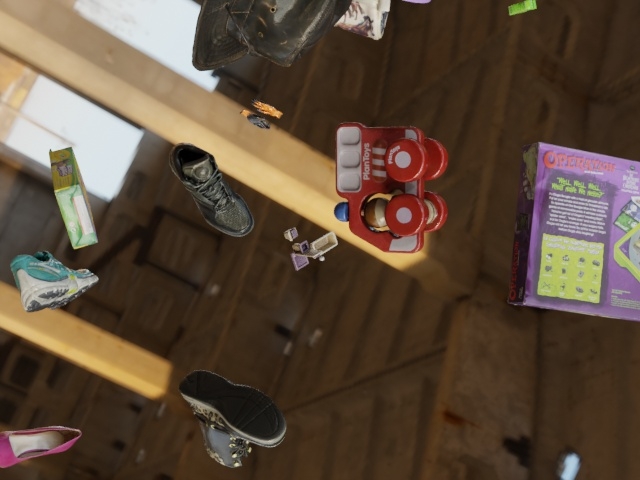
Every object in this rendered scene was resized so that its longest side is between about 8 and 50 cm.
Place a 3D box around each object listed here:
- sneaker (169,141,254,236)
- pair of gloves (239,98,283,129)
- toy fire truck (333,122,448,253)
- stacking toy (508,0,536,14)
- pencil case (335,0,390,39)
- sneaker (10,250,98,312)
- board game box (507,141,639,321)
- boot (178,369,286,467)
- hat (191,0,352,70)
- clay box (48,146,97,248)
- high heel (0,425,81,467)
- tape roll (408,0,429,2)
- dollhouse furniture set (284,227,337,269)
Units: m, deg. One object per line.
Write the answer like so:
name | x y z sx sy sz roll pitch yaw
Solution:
sneaker | -0.217 -0.099 2.029 0.087 0.227 0.130 -36 -175 -4
pair of gloves | -0.127 -0.269 2.196 0.083 0.074 0.010 -37 -150 52
toy fire truck | 0.152 -0.124 2.403 0.254 0.169 0.302 3 -83 26
stacking toy | 0.399 -0.511 1.838 0.221 0.052 0.166 -7 -86 53
pencil case | -0.032 -0.569 2.316 0.183 0.410 0.159 -50 153 -71
sneaker | -0.523 0.069 2.027 0.107 0.110 0.275 -31 174 5
board game box | 0.414 0.003 1.339 0.056 0.347 0.208 -177 -84 -71
boot | -0.142 0.342 1.844 0.236 0.178 0.085 22 -130 35
hat | -0.036 -0.334 1.411 0.331 0.134 0.331 -48 169 -12
clay box | -0.477 -0.091 1.977 0.222 0.053 0.127 -120 -163 -58
high heel | -0.648 0.456 2.320 0.117 0.244 0.082 -25 -111 16
tape roll | 0.109 -0.569 2.049 0.275 0.275 0.090 -104 -148 -61
dollhouse furniture set | 0.000 0.000 2.131 0.114 0.091 0.081 -31 -159 -34
